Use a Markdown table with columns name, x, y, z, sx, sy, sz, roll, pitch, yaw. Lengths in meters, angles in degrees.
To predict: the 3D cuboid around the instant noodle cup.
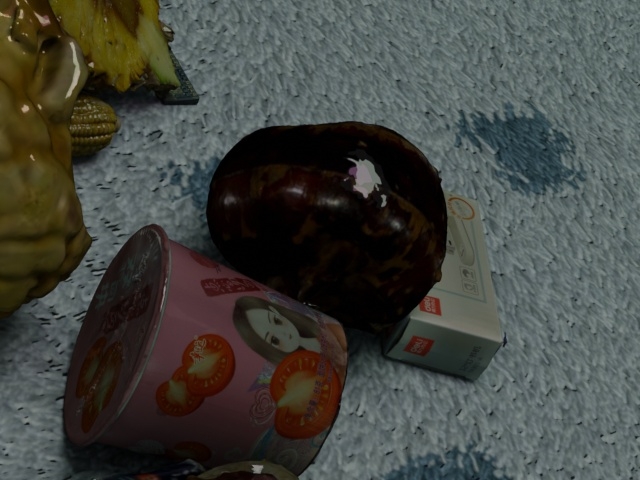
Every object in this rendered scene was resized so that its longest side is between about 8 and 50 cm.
| name | x | y | z | sx | sy | sz | roll | pitch | yaw |
| --- | --- | --- | --- | --- | --- | --- | --- | --- | --- |
| instant noodle cup | -0.118 | 0.134 | 1.830 | 0.231 | 0.243 | 0.243 | 22 | 38 | -22 |

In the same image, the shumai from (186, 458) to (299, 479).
| name | x | y | z | sx | sy | sz | roll | pitch | yaw |
| --- | --- | --- | --- | --- | --- | --- | --- | --- | --- |
| shumai | -0.057 | 0.266 | 1.622 | 0.201 | 0.120 | 0.201 | 8 | 47 | -9 |

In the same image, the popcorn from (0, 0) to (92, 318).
| name | x | y | z | sx | sy | sz | roll | pitch | yaw |
| --- | --- | --- | --- | --- | --- | --- | --- | --- | --- |
| popcorn | -0.411 | -0.104 | 1.785 | 0.354 | 0.344 | 0.390 | 0 | 92 | -44 |

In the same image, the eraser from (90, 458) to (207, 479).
| name | x | y | z | sx | sy | sz | roll | pitch | yaw |
| --- | --- | --- | --- | --- | --- | --- | --- | --- | --- |
| eraser | -0.120 | 0.364 | 1.665 | 0.155 | 0.101 | 0.332 | -9 | 52 | -38 |

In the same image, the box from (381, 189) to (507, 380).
| name | x | y | z | sx | sy | sz | roll | pitch | yaw |
| --- | --- | --- | --- | --- | --- | --- | --- | --- | --- |
| box | 0.143 | 0.046 | 2.200 | 0.135 | 0.079 | 0.269 | 15 | 41 | -17 |

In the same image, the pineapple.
| name | x | y | z | sx | sy | sz | roll | pitch | yaw |
| --- | --- | --- | --- | --- | --- | --- | --- | --- | --- |
| pineapple | -0.325 | -0.268 | 2.210 | 0.344 | 0.209 | 0.286 | -79 | 150 | -42 |

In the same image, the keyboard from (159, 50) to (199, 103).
| name | x | y | z | sx | sy | sz | roll | pitch | yaw |
| --- | --- | --- | --- | --- | --- | --- | --- | --- | --- |
| keyboard | -0.220 | -0.246 | 2.337 | 0.055 | 0.014 | 0.176 | -7 | 51 | -33 |

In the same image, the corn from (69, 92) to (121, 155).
| name | x | y | z | sx | sy | sz | roll | pitch | yaw |
| --- | --- | --- | --- | --- | --- | --- | --- | --- | --- |
| corn | -0.350 | -0.138 | 2.083 | 0.238 | 0.080 | 0.080 | -1 | 48 | -30 |

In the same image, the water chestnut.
| name | x | y | z | sx | sy | sz | roll | pitch | yaw |
| --- | --- | --- | --- | --- | --- | --- | --- | --- | --- |
| water chestnut | 0.000 | 0.000 | 2.024 | 0.300 | 0.300 | 0.300 | 18 | 40 | -16 |
